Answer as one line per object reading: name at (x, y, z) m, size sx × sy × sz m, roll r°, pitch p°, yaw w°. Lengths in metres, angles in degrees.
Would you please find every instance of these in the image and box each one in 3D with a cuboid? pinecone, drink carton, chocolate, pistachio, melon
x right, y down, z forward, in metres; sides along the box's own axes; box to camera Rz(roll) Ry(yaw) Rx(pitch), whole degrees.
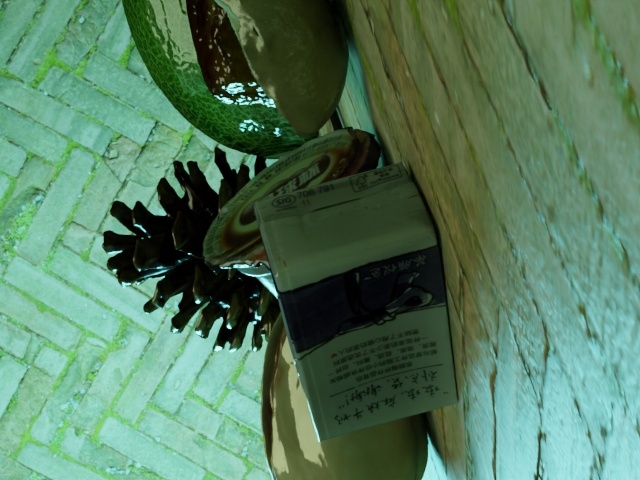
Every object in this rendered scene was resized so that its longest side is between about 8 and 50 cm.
pinecone at (-0.178, 0.002, 2.018) m, size 0.384 × 0.384 × 0.384 m, roll 165°, pitch 90°, yaw -86°
drink carton at (0.034, 0.059, 1.045) m, size 0.102 × 0.134 × 0.222 m, roll -112°, pitch 7°, yaw -48°
chocolate at (0.005, 0.003, 1.183) m, size 0.147 × 0.221 × 0.221 m, roll 51°, pitch -176°, yaw -18°
pistachio at (0.024, 0.202, 1.393) m, size 0.187 × 0.187 × 0.299 m, roll -125°, pitch 25°, yaw -80°
melon at (-0.118, -0.286, 1.818) m, size 0.226 × 0.331 × 0.343 m, roll -23°, pitch -89°, yaw -56°

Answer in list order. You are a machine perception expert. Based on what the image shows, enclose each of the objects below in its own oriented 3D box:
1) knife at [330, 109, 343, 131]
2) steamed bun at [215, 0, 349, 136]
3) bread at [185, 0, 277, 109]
knife at (0.008, -0.162, 1.456) m, size 0.045 × 0.021 × 0.222 m, roll 76°, pitch 177°, yaw -63°
steamed bun at (-0.039, -0.230, 1.200) m, size 0.212 × 0.110 × 0.231 m, roll 57°, pitch -176°, yaw -34°
bread at (-0.083, -0.285, 1.467) m, size 0.232 × 0.135 × 0.247 m, roll 137°, pitch 123°, yaw -72°
